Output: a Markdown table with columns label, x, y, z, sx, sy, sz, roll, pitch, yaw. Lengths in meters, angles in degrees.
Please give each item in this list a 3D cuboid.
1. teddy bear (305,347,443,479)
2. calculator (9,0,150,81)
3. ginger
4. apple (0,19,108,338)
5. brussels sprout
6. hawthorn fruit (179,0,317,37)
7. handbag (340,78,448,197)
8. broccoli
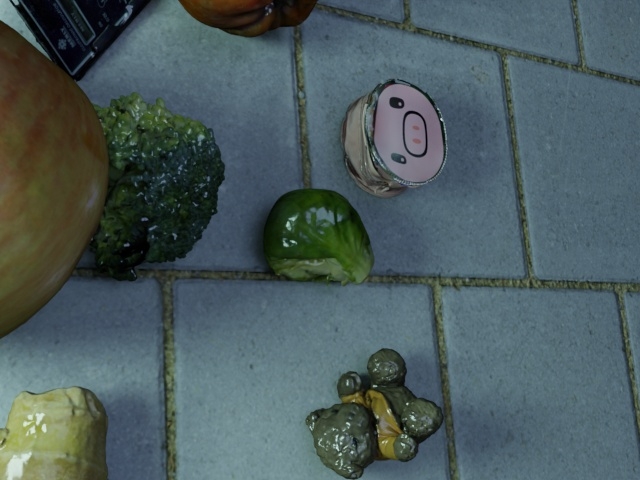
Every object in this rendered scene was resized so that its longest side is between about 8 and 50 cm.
| label | x | y | z | sx | sy | sz | roll | pitch | yaw |
| --- | --- | --- | --- | --- | --- | --- | --- | --- | --- |
| teddy bear | 0.076 | 0.281 | 1.154 | 0.190 | 0.140 | 0.177 | -19 | 45 | -24 |
| calculator | -0.321 | -0.374 | 1.085 | 0.274 | 0.028 | 0.166 | -59 | 147 | -26 |
| ginger | -0.353 | 0.340 | 0.878 | 0.190 | 0.126 | 0.354 | 43 | 62 | -27 |
| apple | -0.424 | -0.069 | 0.785 | 0.391 | 0.391 | 0.347 | 36 | 58 | -19 |
| brussels sprout | 0.001 | -0.008 | 1.172 | 0.183 | 0.131 | 0.145 | 12 | 76 | -23 |
| hawthorn fruit | -0.116 | -0.474 | 1.158 | 0.277 | 0.277 | 0.298 | -20 | 79 | -33 |
| handbag | 0.127 | -0.176 | 1.302 | 0.179 | 0.116 | 0.205 | 8 | 74 | -28 |
| broccoli | -0.264 | -0.082 | 1.009 | 0.243 | 0.263 | 0.247 | 34 | 92 | 12 |
